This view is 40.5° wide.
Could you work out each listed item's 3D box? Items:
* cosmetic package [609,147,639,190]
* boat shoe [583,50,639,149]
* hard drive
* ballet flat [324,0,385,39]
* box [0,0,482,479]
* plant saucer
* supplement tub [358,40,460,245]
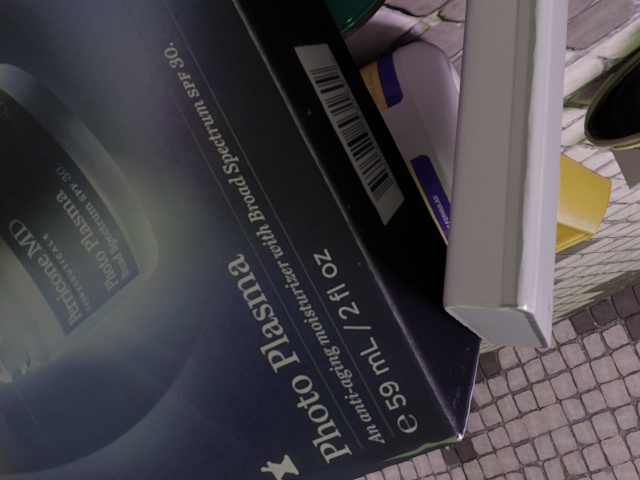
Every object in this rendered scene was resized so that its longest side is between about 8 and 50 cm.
[{"bbox_3d":[0.460,-0.159,1.035,0.127,0.107,0.238,-14,165,-21],"label":"cosmetic package"},{"bbox_3d":[0.386,-0.175,0.883,0.091,0.109,0.305,-18,168,-23],"label":"boat shoe"},{"bbox_3d":[0.110,-0.104,0.471,0.040,0.307,0.203,2,169,17],"label":"hard drive"},{"bbox_3d":[-0.039,-0.141,0.593,0.203,0.074,0.074,-31,161,14],"label":"ballet flat"},{"bbox_3d":[-0.103,0.008,0.507,0.294,0.296,0.183,-26,-174,19],"label":"box"},{"bbox_3d":[0.276,-0.004,1.345,0.333,0.081,0.333,-29,161,27],"label":"plant saucer"},{"bbox_3d":[0.000,0.000,0.763,0.331,0.241,0.241,-24,163,15],"label":"supplement tub"}]
